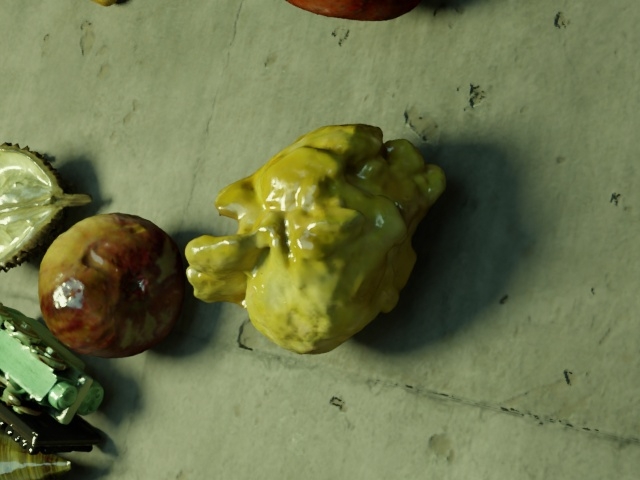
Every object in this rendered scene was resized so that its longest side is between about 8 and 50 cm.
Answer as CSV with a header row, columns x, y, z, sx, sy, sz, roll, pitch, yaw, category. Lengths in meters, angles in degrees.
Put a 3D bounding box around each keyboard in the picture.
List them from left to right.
x,y,z,sx,sy,sz,roll,pitch,yaw,category
-0.375,0.155,1.784,0.317,0.106,0.027,31,104,39,keyboard

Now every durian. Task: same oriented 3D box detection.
x,y,z,sx,sy,sz,roll,pitch,yaw,category
-0.342,-0.034,1.829,0.188,0.091,0.148,-9,80,18,durian

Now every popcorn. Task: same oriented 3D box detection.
x,y,z,sx,sy,sz,roll,pitch,yaw,category
-0.003,0.002,1.522,0.253,0.191,0.190,-28,95,29,popcorn

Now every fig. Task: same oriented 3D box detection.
x,y,z,sx,sy,sz,roll,pitch,yaw,category
-0.247,0.034,1.711,0.160,0.143,0.231,-42,43,-18,fig

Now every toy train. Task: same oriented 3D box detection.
x,y,z,sx,sy,sz,roll,pitch,yaw,category
-0.315,0.131,1.739,0.194,0.125,0.081,33,95,34,toy train

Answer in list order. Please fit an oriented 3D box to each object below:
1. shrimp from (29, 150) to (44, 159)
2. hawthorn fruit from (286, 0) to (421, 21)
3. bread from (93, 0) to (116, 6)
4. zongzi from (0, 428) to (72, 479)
x,y,z,sx,sy,sz,roll,pitch,yaw,category
-0.373,-0.069,1.898,0.127,0.025,0.091,-19,67,35,shrimp
0.017,-0.326,1.585,0.250,0.215,0.215,20,89,36,hawthorn fruit
-0.242,-0.325,1.860,0.062,0.049,0.103,34,97,8,bread
-0.389,0.194,1.792,0.241,0.111,0.247,-26,60,18,zongzi
